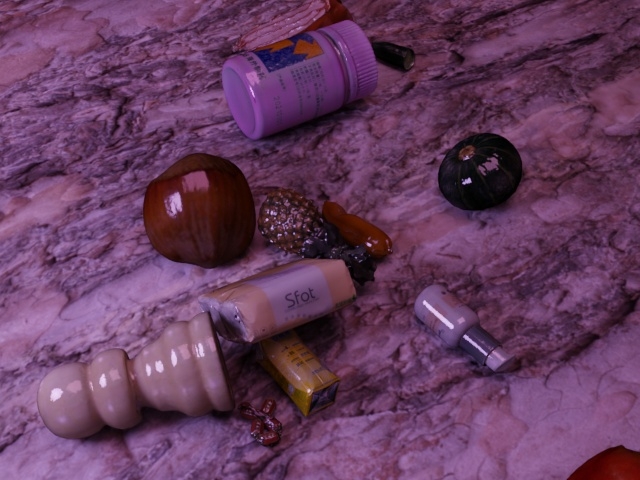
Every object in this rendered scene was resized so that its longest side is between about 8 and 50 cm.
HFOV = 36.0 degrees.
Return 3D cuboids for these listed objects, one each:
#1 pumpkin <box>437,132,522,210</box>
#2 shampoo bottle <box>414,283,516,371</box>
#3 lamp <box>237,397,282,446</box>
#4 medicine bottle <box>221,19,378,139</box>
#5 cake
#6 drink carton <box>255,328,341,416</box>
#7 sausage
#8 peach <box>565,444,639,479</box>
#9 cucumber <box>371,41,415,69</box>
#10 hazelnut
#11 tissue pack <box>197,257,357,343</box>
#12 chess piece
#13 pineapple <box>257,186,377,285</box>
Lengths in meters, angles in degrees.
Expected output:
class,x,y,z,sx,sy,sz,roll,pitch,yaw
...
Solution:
class,x,y,z,sx,sy,sz,roll,pitch,yaw
pumpkin,0.310,-0.132,1.901,0.125,0.167,0.167,42,46,-22
shampoo bottle,0.245,0.155,1.682,0.074,0.074,0.192,-31,57,-25
lamp,-0.093,0.294,1.583,0.063,0.031,0.083,-13,54,-11
medicine bottle,-0.043,-0.337,2.054,0.290,0.178,0.178,-24,52,-19
cake,-0.066,-0.480,2.235,0.287,0.135,0.098,-18,64,-5
drink carton,-0.054,0.197,1.641,0.084,0.075,0.200,-23,52,-33
sausage,0.065,-0.018,1.850,0.183,0.054,0.062,33,24,29
peach,0.487,0.412,1.314,0.338,0.281,0.281,-2,47,9
cucumber,0.159,-0.421,2.219,0.105,0.048,0.048,23,52,22
hazelnut,-0.216,-0.059,1.800,0.210,0.186,0.210,9,33,-6
tissue pack,-0.076,0.098,1.660,0.222,0.090,0.186,-18,9,-25
chess piece,-0.298,0.228,1.568,0.299,0.167,0.167,-15,49,-5
pineapple,0.000,0.000,1.793,0.251,0.125,0.125,32,55,29
